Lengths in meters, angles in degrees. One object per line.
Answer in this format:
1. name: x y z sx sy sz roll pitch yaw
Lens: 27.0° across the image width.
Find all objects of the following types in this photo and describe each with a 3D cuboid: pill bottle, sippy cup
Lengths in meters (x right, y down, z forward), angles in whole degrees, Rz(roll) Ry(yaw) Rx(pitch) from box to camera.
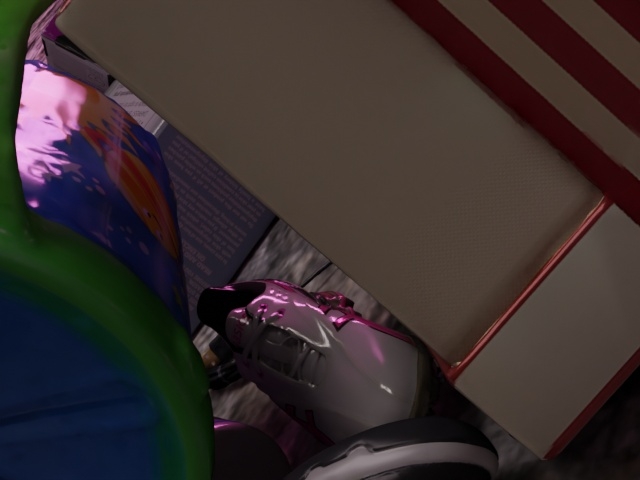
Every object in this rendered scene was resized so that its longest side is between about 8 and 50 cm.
1. pill bottle: -0.079 0.128 0.709 0.137 0.078 0.078 -1 53 59
2. sippy cup: -0.159 0.031 0.626 0.305 0.240 0.224 -40 25 23

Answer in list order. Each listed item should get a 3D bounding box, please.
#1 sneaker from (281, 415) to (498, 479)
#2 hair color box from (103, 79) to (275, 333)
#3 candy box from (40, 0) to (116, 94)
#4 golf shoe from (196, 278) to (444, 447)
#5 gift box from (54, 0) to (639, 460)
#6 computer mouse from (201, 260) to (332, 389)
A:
1. sneaker: -0.006 0.171 0.556 0.235 0.084 0.097 -42 51 16
2. hair color box: -0.145 -0.004 0.973 0.374 0.113 0.185 -54 24 -13
3. candy box: -0.164 -0.173 1.178 0.159 0.071 0.233 -58 -4 -18
4. golf shoe: -0.006 0.063 0.660 0.186 0.086 0.067 24 98 66
5. gift box: 0.080 -0.088 0.554 0.255 0.258 0.276 -48 4 8
6. computer mouse: 0.000 0.000 0.808 0.242 0.041 0.071 -46 25 8
